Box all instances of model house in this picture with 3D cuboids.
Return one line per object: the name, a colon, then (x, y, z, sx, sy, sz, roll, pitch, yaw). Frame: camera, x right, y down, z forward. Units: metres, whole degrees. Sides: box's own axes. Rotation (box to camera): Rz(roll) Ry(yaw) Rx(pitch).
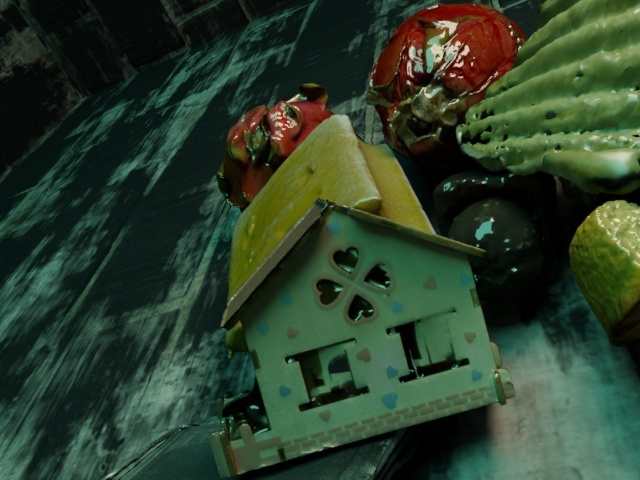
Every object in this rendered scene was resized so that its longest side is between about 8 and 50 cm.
model house: (0.021, 0.076, 0.664, 0.326, 0.244, 0.169, -15, 8, 0)

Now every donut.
donut: (0.353, 0.018, 0.635, 0.295, 0.151, 0.112, -12, 56, -27)

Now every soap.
soap: (0.000, 0.000, 0.898, 0.293, 0.156, 0.335, -48, 23, 21)

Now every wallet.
wallet: (-0.082, 0.264, 0.661, 0.342, 0.075, 0.237, -11, 5, 27)

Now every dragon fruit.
dragon fruit: (-0.063, -0.168, 1.190, 0.305, 0.226, 0.305, -23, 32, 16)
dragon fruit: (0.220, -0.259, 1.040, 0.277, 0.277, 0.342, -18, 13, 19)

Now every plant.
plant: (0.231, -0.022, 0.803, 0.142, 0.164, 0.256, -5, 26, 29)

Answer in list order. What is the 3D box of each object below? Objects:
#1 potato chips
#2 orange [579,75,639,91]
potato chips: (0.325, -0.225, 0.708, 0.373, 0.097, 0.389, -61, 28, 9)
orange: (0.492, -0.296, 0.848, 0.312, 0.312, 0.312, -21, 32, 14)
